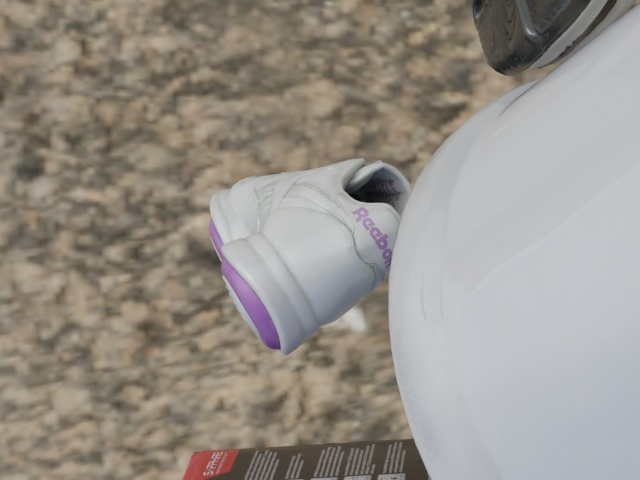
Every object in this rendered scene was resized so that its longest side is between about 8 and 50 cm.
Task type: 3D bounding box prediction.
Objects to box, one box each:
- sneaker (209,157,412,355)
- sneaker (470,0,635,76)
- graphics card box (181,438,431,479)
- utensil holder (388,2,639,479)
[{"bbox_3d":[0.000,0.000,1.434,0.152,0.305,0.114,-32,104,0],"label":"sneaker"},{"bbox_3d":[0.256,-0.232,1.023,0.447,0.257,0.169,121,144,-54],"label":"sneaker"},{"bbox_3d":[0.066,0.235,1.543,0.370,0.233,0.094,-5,102,6],"label":"graphics card box"},{"bbox_3d":[0.267,-0.003,0.831,0.385,0.327,0.328,-37,76,51],"label":"utensil holder"}]
